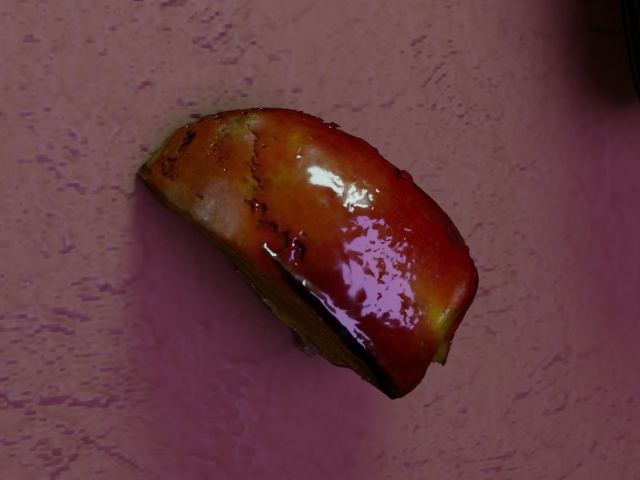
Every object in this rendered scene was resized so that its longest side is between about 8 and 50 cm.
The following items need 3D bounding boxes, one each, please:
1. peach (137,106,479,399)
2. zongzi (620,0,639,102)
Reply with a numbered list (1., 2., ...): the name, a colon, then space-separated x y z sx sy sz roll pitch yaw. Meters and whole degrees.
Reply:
1. peach: 0.004 -0.005 0.917 0.172 0.127 0.092 44 82 -7
2. zongzi: 0.147 -0.209 0.959 0.318 0.154 0.289 13 97 -16
